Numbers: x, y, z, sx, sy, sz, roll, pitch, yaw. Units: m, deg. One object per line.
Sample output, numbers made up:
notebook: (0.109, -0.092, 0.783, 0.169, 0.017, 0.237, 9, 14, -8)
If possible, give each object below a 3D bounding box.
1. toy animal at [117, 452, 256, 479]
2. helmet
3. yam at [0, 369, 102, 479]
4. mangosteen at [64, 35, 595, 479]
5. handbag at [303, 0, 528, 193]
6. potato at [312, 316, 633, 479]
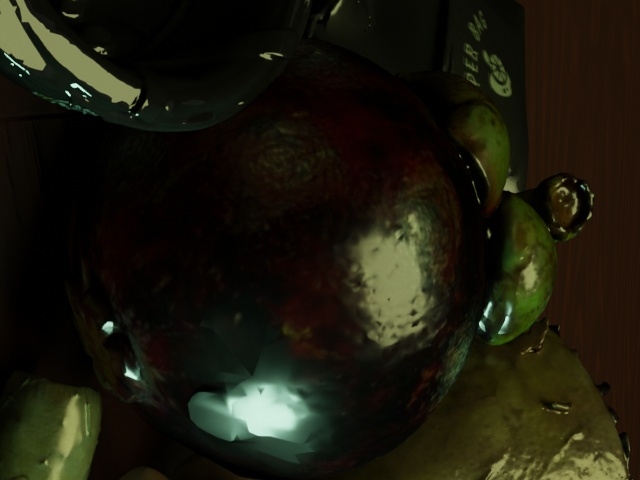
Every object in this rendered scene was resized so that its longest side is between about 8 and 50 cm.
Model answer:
toy animal: (-0.106, 0.316, 1.100, 0.237, 0.269, 0.326, -7, 150, -44)
helmet: (-0.137, -0.180, 0.893, 0.279, 0.160, 0.230, -2, 96, -43)
yam: (-0.223, 0.269, 1.036, 0.083, 0.083, 0.371, 14, 92, -64)
mangosteen: (0.000, 0.000, 1.063, 0.360, 0.306, 0.306, -23, 127, -26)
handbag: (0.069, -0.149, 1.303, 0.288, 0.152, 0.342, 39, 47, -47)
potato: (0.071, 0.209, 1.209, 0.237, 0.288, 0.301, -6, 144, -41)
